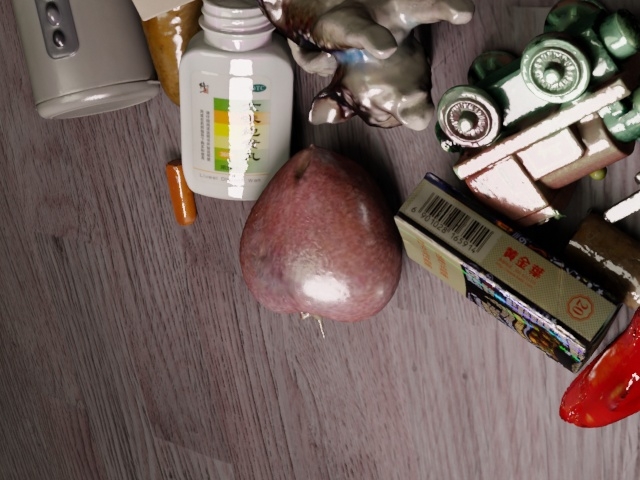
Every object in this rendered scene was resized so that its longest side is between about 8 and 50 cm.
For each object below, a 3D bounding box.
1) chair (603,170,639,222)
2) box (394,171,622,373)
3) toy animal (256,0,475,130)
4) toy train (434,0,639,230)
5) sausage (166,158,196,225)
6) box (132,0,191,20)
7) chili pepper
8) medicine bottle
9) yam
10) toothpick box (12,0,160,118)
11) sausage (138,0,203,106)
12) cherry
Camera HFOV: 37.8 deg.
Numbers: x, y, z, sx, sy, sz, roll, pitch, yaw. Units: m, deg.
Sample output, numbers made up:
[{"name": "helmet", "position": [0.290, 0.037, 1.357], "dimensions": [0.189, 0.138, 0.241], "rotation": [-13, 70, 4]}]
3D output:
[{"name": "chair", "position": [0.483, -0.065, 1.062], "dimensions": [0.147, 0.136, 0.270], "rotation": [52, 134, 2]}, {"name": "box", "position": [0.252, 0.049, 1.288], "dimensions": [0.310, 0.084, 0.198], "rotation": [36, 173, 19]}, {"name": "toy animal", "position": [0.047, -0.269, 1.261], "dimensions": [0.344, 0.194, 0.303], "rotation": [55, 163, 27]}, {"name": "toy train", "position": [0.294, -0.156, 1.176], "dimensions": [0.304, 0.150, 0.221], "rotation": [-28, 105, 44]}, {"name": "sausage", "position": [-0.259, -0.088, 1.746], "dimensions": [0.041, 0.039, 0.131], "rotation": [9, 121, 28]}, {"name": "box", "position": [-0.251, -0.510, 1.308], "dimensions": [0.204, 0.051, 0.365], "rotation": [-13, 115, 31]}, {"name": "chili pepper", "position": [0.437, 0.158, 1.262], "dimensions": [0.110, 0.110, 0.387], "rotation": [42, 138, 14]}, {"name": "medicine bottle", "position": [-0.130, -0.228, 1.475], "dimensions": [0.179, 0.124, 0.324], "rotation": [5, 121, 1]}, {"name": "yam", "position": [0.385, 0.026, 1.238], "dimensions": [0.127, 0.084, 0.084], "rotation": [38, 133, 12]}, {"name": "toothpick box", "position": [-0.406, -0.373, 1.551], "dimensions": [0.229, 0.229, 0.316], "rotation": [-7, 99, 42]}, {"name": "sausage", "position": [-0.229, -0.435, 1.460], "dimensions": [0.136, 0.123, 0.501], "rotation": [5, 122, 5]}, {"name": "cherry", "position": [0.000, 0.000, 1.456], "dimensions": [0.261, 0.221, 0.308], "rotation": [5, 105, 29]}]
